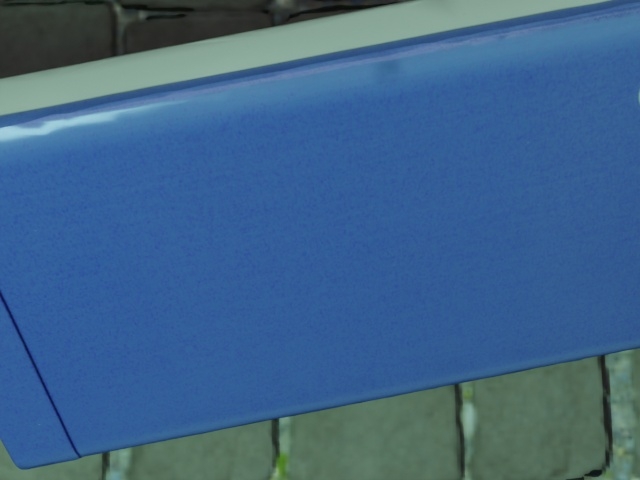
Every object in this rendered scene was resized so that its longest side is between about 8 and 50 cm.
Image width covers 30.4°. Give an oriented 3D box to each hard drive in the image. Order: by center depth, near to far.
[{"bbox_3d":[0.000,0.000,0.501,0.318,0.210,0.040,-11,48,-2],"label":"hard drive"}]
